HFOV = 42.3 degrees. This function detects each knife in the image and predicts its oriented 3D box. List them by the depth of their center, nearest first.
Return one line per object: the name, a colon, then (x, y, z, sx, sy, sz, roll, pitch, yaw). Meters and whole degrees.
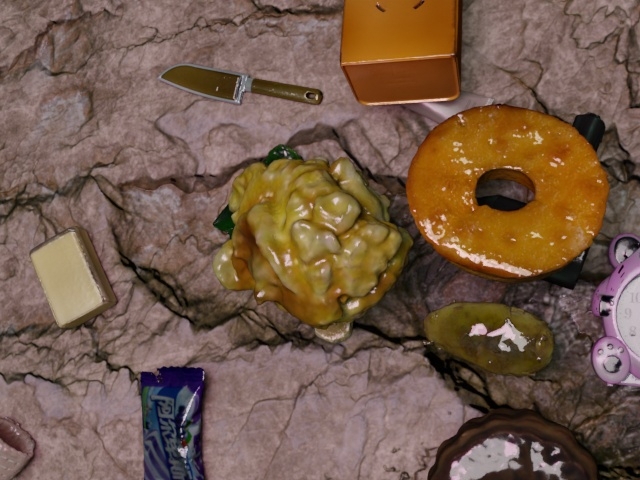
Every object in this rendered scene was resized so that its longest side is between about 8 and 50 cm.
knife: (-0.161, -0.293, 1.591, 0.342, 0.027, 0.061, 14, 92, 16)

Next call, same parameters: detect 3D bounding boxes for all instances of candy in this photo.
candy: (-0.267, 0.369, 1.521, 0.145, 0.070, 0.275, -5, 87, 22)

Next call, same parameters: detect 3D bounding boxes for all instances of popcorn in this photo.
popcorn: (-0.004, -0.001, 1.386, 0.279, 0.335, 0.275, 24, 88, -26)

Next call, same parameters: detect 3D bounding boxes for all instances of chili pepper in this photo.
chili pepper: (-0.112, -0.074, 1.534, 0.098, 0.061, 0.224, 37, 92, 9)

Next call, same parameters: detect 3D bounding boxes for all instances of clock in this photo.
clock: (0.551, 0.115, 1.319, 0.227, 0.090, 0.248, 3, 83, 15)

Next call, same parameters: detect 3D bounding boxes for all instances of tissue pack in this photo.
tissue pack: (0.145, -0.387, 1.427, 0.194, 0.145, 0.275, 0, 67, 14)

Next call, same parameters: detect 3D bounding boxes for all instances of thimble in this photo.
thimble: (-0.620, 0.404, 1.594, 0.115, 0.102, 0.090, 38, 94, -13)

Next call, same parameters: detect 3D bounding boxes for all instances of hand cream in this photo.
hand cream: (0.206, -0.247, 1.476, 0.186, 0.054, 0.087, 25, 89, 11)

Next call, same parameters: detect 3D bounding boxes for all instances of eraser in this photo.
eraser: (-0.483, 0.072, 1.617, 0.117, 0.058, 0.172, -29, 77, 10)

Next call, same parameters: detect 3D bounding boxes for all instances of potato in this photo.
potato: (0.279, 0.160, 1.385, 0.225, 0.090, 0.117, 10, 92, 23)

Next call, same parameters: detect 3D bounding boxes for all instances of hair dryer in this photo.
hair dryer: (0.362, -0.095, 1.398, 0.244, 0.116, 0.303, 22, 78, 16)

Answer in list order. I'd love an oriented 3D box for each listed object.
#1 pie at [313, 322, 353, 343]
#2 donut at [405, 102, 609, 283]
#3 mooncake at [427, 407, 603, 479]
pie: (0.023, 0.144, 1.492, 0.084, 0.020, 0.085, -1, 85, 16)
donut: (0.285, -0.063, 1.290, 0.302, 0.110, 0.303, -3, 67, 8)
mooncake: (0.309, 0.411, 1.310, 0.290, 0.161, 0.291, -2, 82, 13)
